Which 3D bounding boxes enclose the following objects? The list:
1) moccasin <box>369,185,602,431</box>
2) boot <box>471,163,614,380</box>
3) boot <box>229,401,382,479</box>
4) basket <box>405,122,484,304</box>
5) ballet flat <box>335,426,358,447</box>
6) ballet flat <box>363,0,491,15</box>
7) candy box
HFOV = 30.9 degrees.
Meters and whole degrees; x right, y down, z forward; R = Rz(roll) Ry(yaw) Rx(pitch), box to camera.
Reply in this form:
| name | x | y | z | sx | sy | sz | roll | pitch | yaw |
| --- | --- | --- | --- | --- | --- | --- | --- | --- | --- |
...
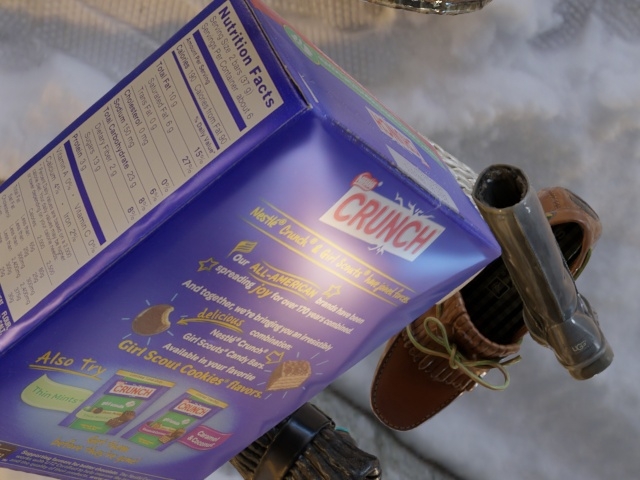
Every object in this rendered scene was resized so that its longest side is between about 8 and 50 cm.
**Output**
| name | x | y | z | sx | sy | sz | roll | pitch | yaw |
| --- | --- | --- | --- | --- | --- | --- | --- | --- | --- |
| moccasin | 0.198 | 0.100 | 1.423 | 0.380 | 0.147 | 0.139 | -42 | 93 | 20 |
| boot | 0.205 | 0.019 | 1.138 | 0.076 | 0.189 | 0.208 | -36 | 109 | 1 |
| boot | -0.046 | 0.190 | 1.322 | 0.131 | 0.260 | 0.348 | -30 | 144 | -23 |
| basket | 0.097 | -0.034 | 1.197 | 0.167 | 0.103 | 0.113 | 34 | 140 | -8 |
| ballet flat | 0.006 | 0.352 | 1.628 | 0.095 | 0.096 | 0.280 | -5 | 152 | -3 |
| ballet flat | -0.109 | -0.242 | 0.518 | 0.482 | 0.164 | 0.182 | 25 | 163 | -37 |
| candy box | -0.078 | 0.024 | 0.751 | 0.317 | 0.122 | 0.268 | -37 | 147 | 15 |
